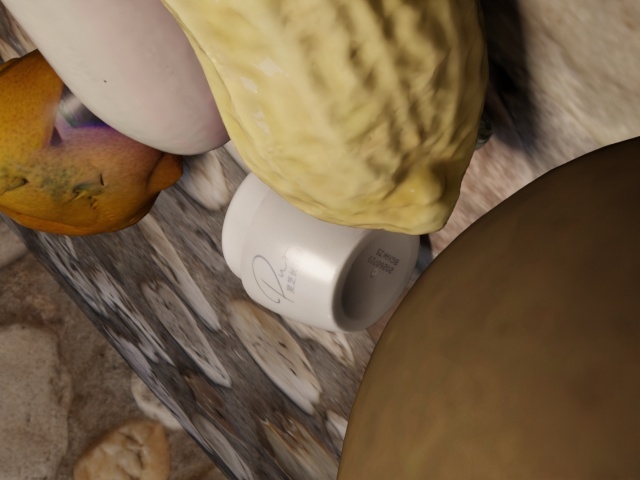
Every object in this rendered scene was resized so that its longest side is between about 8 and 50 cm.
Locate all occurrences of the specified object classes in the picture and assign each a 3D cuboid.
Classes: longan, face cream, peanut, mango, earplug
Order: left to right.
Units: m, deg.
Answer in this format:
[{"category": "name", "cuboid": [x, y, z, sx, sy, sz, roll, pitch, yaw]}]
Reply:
[{"category": "mango", "cuboid": [-0.218, -0.083, 1.483, 0.201, 0.153, 0.287, 20, 174, -6]}, {"category": "earplug", "cuboid": [-0.118, -0.153, 1.071, 0.172, 0.172, 0.301, 40, 168, 34]}, {"category": "peanut", "cuboid": [-0.006, -0.125, 0.815, 0.152, 0.152, 0.313, 35, 162, 47]}, {"category": "face cream", "cuboid": [0.000, 0.000, 1.154, 0.104, 0.117, 0.117, 32, 158, 33]}, {"category": "longan", "cuboid": [0.148, 0.101, 0.607, 0.297, 0.297, 0.297, 46, 165, 16]}]

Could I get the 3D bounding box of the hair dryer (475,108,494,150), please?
[{"category": "hair dryer", "cuboid": [0.048, -0.077, 0.970, 0.137, 0.047, 0.082, 22, 148, 51]}]
